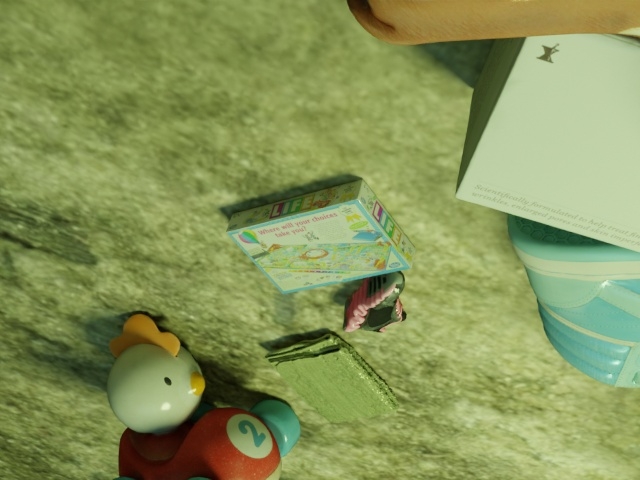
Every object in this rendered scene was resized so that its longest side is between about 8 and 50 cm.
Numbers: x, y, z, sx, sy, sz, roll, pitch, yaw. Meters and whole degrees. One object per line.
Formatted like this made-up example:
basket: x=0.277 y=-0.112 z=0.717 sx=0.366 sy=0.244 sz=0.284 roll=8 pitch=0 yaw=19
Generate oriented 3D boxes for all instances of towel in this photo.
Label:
towel: x=0.016 y=0.162 z=1.171 sx=0.110 sy=0.027 sz=0.148 roll=-16 pitch=131 yaw=34

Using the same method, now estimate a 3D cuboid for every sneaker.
sneaker: x=0.066 y=0.063 z=1.019 sx=0.057 sy=0.047 sz=0.119 roll=18 pitch=150 yaw=-12
sneaker: x=0.325 y=0.044 z=0.834 sx=0.319 sy=0.127 sz=0.208 roll=8 pitch=141 yaw=26

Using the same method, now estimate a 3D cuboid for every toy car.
toy car: x=-0.167 y=0.198 z=1.188 sx=0.210 sy=0.219 sz=0.238 roll=-7 pitch=108 yaw=27

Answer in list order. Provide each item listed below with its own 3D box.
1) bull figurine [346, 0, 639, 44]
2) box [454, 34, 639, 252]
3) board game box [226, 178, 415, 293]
bull figurine: x=0.168 y=-0.181 z=0.546 sx=0.310 sy=0.188 sz=0.101 roll=0 pitch=176 yaw=1
box: x=0.208 y=-0.100 z=0.698 sx=0.181 sy=0.119 sz=0.182 roll=17 pitch=142 yaw=0
board game box: x=0.000 y=0.000 z=0.974 sx=0.154 sy=0.026 sz=0.103 roll=-13 pitch=134 yaw=33
